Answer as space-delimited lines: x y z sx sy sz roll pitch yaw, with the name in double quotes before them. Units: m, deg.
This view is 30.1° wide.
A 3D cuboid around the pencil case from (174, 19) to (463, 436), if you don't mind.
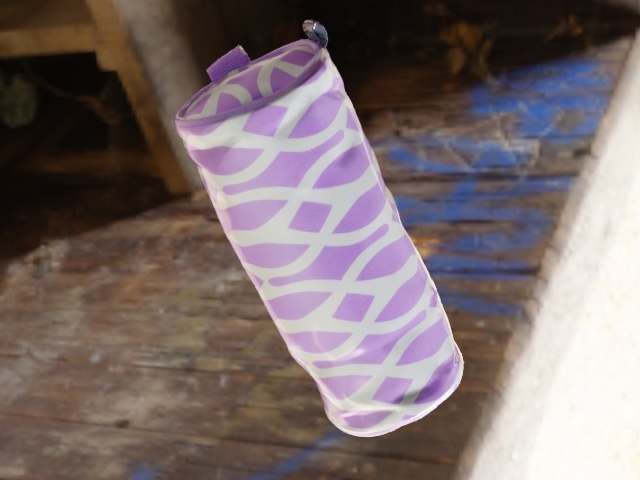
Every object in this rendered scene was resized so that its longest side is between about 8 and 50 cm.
"pencil case" 0.000 0.000 0.597 0.086 0.088 0.206 -30 113 -13
